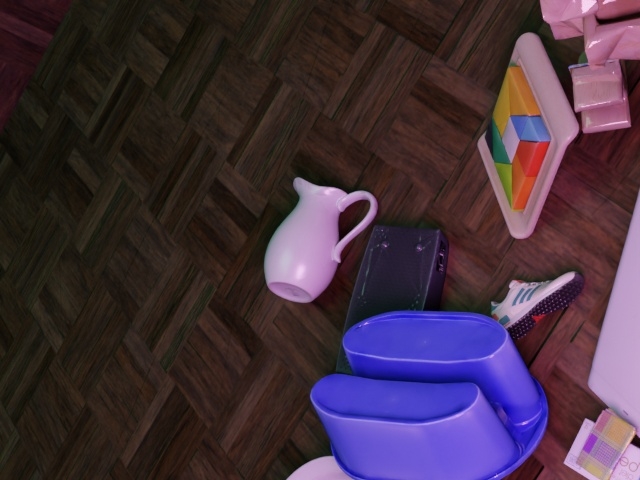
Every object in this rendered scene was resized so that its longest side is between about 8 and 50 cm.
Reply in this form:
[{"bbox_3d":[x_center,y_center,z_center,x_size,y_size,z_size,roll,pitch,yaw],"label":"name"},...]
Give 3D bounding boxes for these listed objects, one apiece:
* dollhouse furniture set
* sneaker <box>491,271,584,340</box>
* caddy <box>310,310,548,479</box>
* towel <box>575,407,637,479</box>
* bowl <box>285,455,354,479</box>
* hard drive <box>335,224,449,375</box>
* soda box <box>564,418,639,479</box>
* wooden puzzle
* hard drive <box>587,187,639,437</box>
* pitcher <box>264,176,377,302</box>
[{"bbox_3d":[0.485,-0.363,1.680,0.394,0.362,0.257,-8,62,19],"label":"dollhouse furniture set"},{"bbox_3d":[0.309,0.077,1.889,0.161,0.057,0.075,-42,50,32],"label":"sneaker"},{"bbox_3d":[0.155,0.239,1.861,0.341,0.179,0.241,0,40,36],"label":"caddy"},{"bbox_3d":[0.365,0.261,1.653,0.060,0.009,0.083,33,97,51],"label":"towel"},{"bbox_3d":[0.042,0.481,1.943,0.297,0.134,0.298,-25,55,41],"label":"bowl"},{"bbox_3d":[0.121,0.105,2.098,0.172,0.054,0.255,5,77,50],"label":"hard drive"},{"bbox_3d":[0.415,0.305,1.641,0.216,0.074,0.069,30,95,51],"label":"soda box"},{"bbox_3d":[0.300,-0.156,1.950,0.239,0.044,0.221,108,155,-48],"label":"wooden puzzle"},{"bbox_3d":[0.435,0.095,1.635,0.203,0.040,0.308,-129,45,-59],"label":"hard drive"},{"bbox_3d":[0.000,0.000,2.252,0.177,0.125,0.207,3,63,34],"label":"pitcher"}]
